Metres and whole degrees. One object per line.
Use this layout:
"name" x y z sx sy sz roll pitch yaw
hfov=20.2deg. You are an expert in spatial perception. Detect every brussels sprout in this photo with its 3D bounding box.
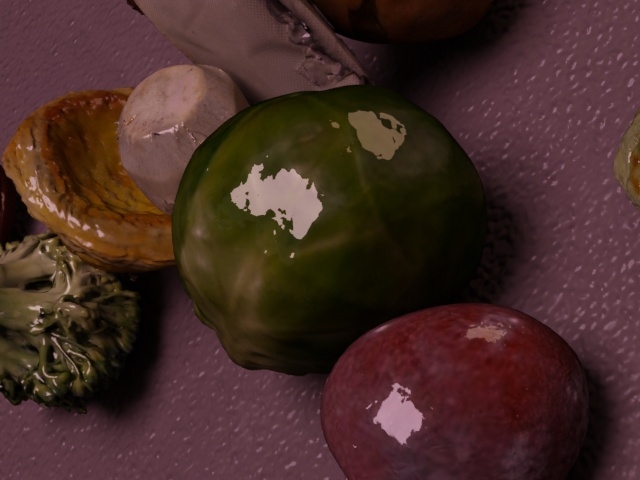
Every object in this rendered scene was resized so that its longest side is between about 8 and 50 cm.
"brussels sprout" -0.005 -0.002 1.847 0.281 0.289 0.355 53 146 18

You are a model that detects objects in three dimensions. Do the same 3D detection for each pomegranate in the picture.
"pomegranate" 0.079 -0.341 1.965 0.281 0.281 0.281 -22 55 35

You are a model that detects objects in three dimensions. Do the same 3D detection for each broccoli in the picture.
"broccoli" -0.352 0.074 2.169 0.288 0.245 0.248 3 71 42

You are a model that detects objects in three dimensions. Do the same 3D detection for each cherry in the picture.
"cherry" 0.115 0.182 1.685 0.285 0.213 0.236 -29 93 12

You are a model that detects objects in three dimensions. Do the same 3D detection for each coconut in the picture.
"coconut" -0.139 -0.102 1.985 0.161 0.162 0.161 -17 46 19

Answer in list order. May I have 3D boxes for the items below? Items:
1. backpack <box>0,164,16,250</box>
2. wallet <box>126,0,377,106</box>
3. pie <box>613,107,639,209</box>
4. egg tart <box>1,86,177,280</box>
"backpack" -0.502 -0.020 2.444 0.229 0.139 0.229 -21 57 35
"wallet" -0.071 -0.212 1.986 0.068 0.335 0.275 -46 10 -24
"pie" 0.381 -0.116 1.678 0.248 0.090 0.201 -49 46 19
"egg tart" -0.218 -0.057 2.123 0.128 0.319 0.319 108 151 -42
